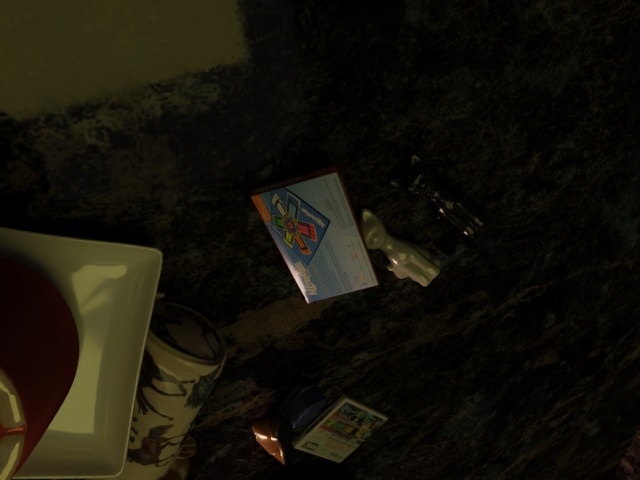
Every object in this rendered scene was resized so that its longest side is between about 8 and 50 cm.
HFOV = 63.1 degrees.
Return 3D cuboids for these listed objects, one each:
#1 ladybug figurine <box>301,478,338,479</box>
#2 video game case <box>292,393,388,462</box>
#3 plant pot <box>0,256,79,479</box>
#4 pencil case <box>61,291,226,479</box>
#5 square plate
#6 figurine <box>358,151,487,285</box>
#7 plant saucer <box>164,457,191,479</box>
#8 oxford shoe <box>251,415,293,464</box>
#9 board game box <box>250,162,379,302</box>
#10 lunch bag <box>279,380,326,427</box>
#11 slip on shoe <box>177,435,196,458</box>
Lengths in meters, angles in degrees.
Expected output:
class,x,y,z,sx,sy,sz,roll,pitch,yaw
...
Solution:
class,x,y,z,sx,sy,sz,roll,pitch,yaw
ladybug figurine,-0.065,0.748,1.360,0.449,0.162,0.305,2,122,-31
video game case,0.054,0.482,1.327,0.183,0.023,0.201,-45,131,7
plant pot,-0.408,0.161,0.554,0.275,0.243,0.274,-2,96,-22
pencil case,-0.306,0.291,0.886,0.184,0.160,0.410,31,107,6
square plate,-0.420,0.151,0.706,0.347,0.049,0.344,10,92,-24
figurine,0.171,-0.035,0.978,0.209,0.092,0.215,33,105,-33
plant saucer,-0.372,0.519,1.109,0.199,0.036,0.198,-14,128,-19
oxford shoe,-0.108,0.453,1.197,0.076,0.076,0.212,2,138,13
board game box,0.000,0.000,0.906,0.145,0.027,0.281,-16,133,9
lunch bag,-0.039,0.355,1.151,0.098,0.065,0.067,-53,151,18
slip on shoe,-0.318,0.420,1.065,0.041,0.051,0.135,-16,155,37
